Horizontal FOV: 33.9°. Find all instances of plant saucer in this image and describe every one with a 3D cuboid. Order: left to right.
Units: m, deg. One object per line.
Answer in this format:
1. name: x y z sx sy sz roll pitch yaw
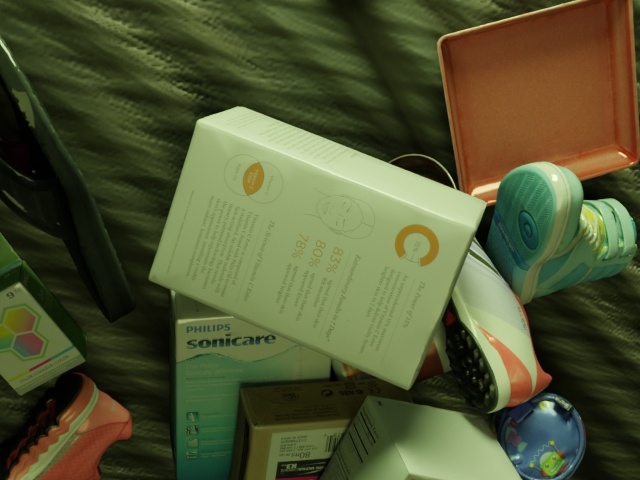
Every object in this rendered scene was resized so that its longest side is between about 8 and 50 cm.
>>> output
1. plant saucer: 0.123 -0.030 1.403 0.029 0.168 0.168 10 120 -47
2. plant saucer: 0.290 -0.189 1.402 0.259 0.047 0.259 -15 121 -3

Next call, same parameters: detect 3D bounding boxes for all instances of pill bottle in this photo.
1. pill bottle: 0.121 0.148 1.513 0.216 0.121 0.121 -21 121 0

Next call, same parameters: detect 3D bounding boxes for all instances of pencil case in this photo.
1. pencil case: 0.312 0.277 1.535 0.119 0.306 0.133 -32 80 4

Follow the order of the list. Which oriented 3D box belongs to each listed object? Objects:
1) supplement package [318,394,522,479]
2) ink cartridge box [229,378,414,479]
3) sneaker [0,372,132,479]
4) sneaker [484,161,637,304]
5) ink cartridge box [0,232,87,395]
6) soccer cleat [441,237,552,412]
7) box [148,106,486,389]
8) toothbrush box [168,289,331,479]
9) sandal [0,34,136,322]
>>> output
1. supplement package: 0.119 0.338 1.366 0.194 0.149 0.203 15 115 -28
2. ink cartridge box: 0.001 0.293 1.444 0.235 0.088 0.193 -2 121 -16
3. sneaker: -0.392 0.338 1.520 0.136 0.116 0.314 35 107 -27
4. sneaker: 0.346 -0.029 1.416 0.208 0.127 0.319 -15 158 -9
5. ink cartridge box: -0.418 0.100 1.411 0.109 0.062 0.209 -28 120 6
6. soccer cleat: 0.212 0.073 1.432 0.117 0.318 0.108 -10 162 -29
7. box: 0.000 0.000 1.289 0.345 0.168 0.214 23 107 8
8. toothbrush box: -0.104 0.193 1.488 0.217 0.126 0.295 -4 121 -12
9. sandal: -0.347 -0.068 1.262 0.107 0.167 0.445 -29 123 -17
